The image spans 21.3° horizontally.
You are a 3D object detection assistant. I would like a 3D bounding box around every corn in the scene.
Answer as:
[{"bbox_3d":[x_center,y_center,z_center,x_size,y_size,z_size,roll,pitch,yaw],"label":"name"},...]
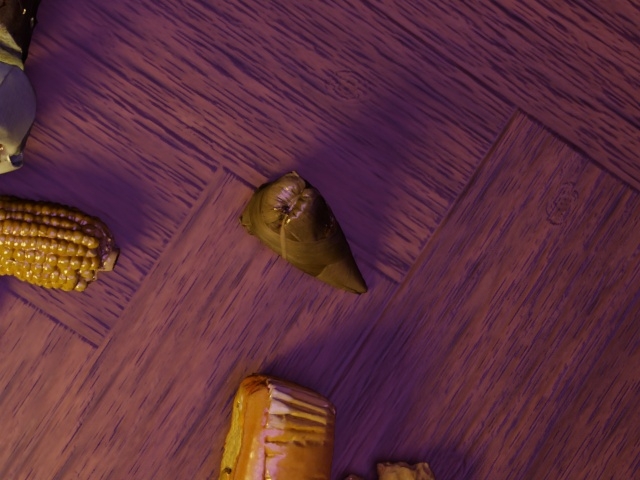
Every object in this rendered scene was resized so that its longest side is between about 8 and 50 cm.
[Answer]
[{"bbox_3d":[-0.378,-0.015,1.863,0.320,0.097,0.097,14,90,-6],"label":"corn"}]

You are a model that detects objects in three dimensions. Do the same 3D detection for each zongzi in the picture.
[{"bbox_3d":[0.000,0.000,1.881,0.176,0.160,0.078,41,82,-6],"label":"zongzi"}]

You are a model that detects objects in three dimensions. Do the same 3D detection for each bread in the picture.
[{"bbox_3d":[-0.055,0.293,1.887,0.119,0.152,0.288,7,91,-14],"label":"bread"}]

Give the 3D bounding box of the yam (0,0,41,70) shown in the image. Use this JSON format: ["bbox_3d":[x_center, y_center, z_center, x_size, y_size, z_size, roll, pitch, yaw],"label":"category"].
[{"bbox_3d":[-0.361,-0.363,1.786,0.241,0.241,0.348,19,86,-8],"label":"yam"}]

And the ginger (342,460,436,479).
[{"bbox_3d":[0.114,0.396,1.956,0.118,0.065,0.298,-17,93,6],"label":"ginger"}]

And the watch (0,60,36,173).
[{"bbox_3d":[-0.430,-0.150,1.789,0.241,0.253,0.161,21,74,-42],"label":"watch"}]
